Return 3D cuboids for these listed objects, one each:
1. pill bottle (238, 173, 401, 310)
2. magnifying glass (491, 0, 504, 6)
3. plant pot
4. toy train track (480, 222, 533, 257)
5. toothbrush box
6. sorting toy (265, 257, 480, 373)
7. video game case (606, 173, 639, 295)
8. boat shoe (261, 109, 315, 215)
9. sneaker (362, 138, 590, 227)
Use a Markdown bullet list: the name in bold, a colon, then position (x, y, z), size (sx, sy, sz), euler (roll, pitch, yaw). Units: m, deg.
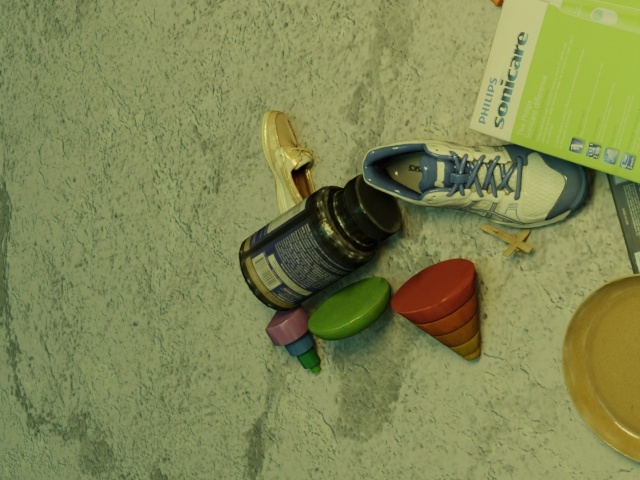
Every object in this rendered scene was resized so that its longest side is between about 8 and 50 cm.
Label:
- **pill bottle**: position (0.000, 0.000, 1.679), size (0.219, 0.123, 0.123), euler (-32, 74, 31)
- **magnifying glass**: position (0.170, -0.392, 1.577), size (0.231, 0.026, 0.092), euler (52, 122, 22)
- **plant pot**: position (0.399, 0.151, 1.423), size (0.236, 0.032, 0.236), euler (10, 107, 34)
- **toy train track**: position (0.241, -0.001, 1.558), size (0.048, 0.014, 0.083), euler (-47, 47, -13)
- **toothbrush box**: position (0.338, -0.185, 1.369), size (0.283, 0.122, 0.206), euler (22, 104, 34)
- **sorting toy**: position (0.084, 0.129, 1.665), size (0.365, 0.127, 0.126), euler (-15, 114, 41)
- **video game case**: position (0.465, -0.061, 1.372), size (0.274, 0.026, 0.196), euler (-18, 82, 37)
- **boat shoe**: position (-0.038, -0.110, 1.748), size (0.059, 0.063, 0.170), euler (-11, 97, 36)
- **sneaker**: position (0.188, -0.073, 1.525), size (0.296, 0.131, 0.112), euler (4, 95, 37)
